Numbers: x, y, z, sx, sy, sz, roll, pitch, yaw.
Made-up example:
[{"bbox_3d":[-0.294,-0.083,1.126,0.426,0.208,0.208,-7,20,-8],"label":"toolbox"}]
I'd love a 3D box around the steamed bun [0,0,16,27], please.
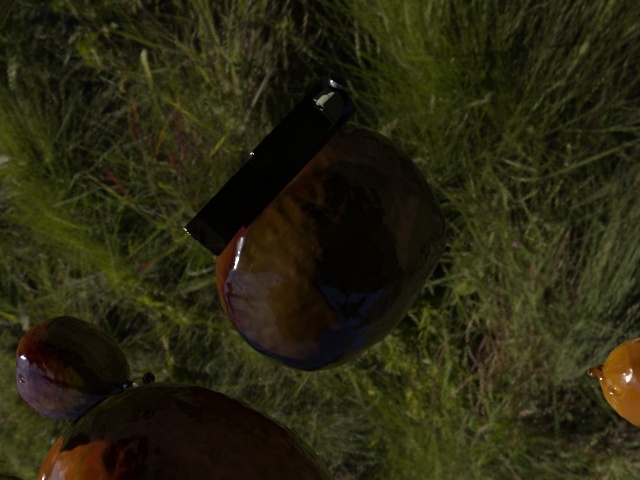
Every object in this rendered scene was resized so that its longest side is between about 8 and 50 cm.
[{"bbox_3d":[-0.364,-0.212,0.467,0.273,0.232,0.166,11,154,17],"label":"steamed bun"}]

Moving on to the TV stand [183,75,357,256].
[{"bbox_3d":[-0.061,-0.091,0.807,0.040,0.256,0.049,40,174,37],"label":"TV stand"}]

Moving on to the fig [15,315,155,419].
[{"bbox_3d":[-0.366,0.213,1.055,0.274,0.170,0.146,3,-177,31],"label":"fig"}]

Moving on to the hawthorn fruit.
[{"bbox_3d":[-0.130,0.362,0.734,0.403,0.402,0.403,25,-179,-1],"label":"hawthorn fruit"}]

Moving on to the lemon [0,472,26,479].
[{"bbox_3d":[-0.202,0.258,0.367,0.288,0.233,0.233,31,-178,10],"label":"lemon"}]

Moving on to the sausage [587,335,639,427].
[{"bbox_3d":[0.235,0.088,0.341,0.183,0.054,0.062,8,125,38],"label":"sausage"}]

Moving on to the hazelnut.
[{"bbox_3d":[0.000,0.000,1.105,0.353,0.420,0.421,4,-169,-26],"label":"hazelnut"}]
